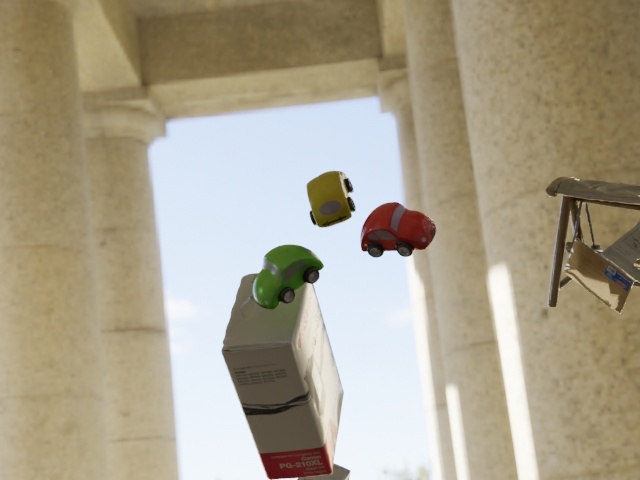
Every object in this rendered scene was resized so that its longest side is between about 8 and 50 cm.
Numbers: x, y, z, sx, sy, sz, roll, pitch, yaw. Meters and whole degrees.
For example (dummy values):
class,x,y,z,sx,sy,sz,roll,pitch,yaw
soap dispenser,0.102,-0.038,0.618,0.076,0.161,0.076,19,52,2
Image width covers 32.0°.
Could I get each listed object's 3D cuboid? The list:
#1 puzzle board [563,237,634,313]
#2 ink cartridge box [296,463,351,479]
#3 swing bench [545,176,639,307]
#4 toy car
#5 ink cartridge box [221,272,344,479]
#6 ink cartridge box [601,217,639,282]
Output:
class,x,y,z,sx,sy,sz,roll,pitch,yaw
puzzle board,0.494,0.062,1.984,0.011,0.128,0.096,-35,-30,-28
ink cartridge box,-0.023,0.501,2.007,0.082,0.140,0.190,16,23,15
swing bench,0.570,0.004,2.080,0.253,0.255,0.165,11,26,35
toy car,0.000,0.000,1.432,0.225,0.239,0.053,-40,-52,-15
ink cartridge box,-0.046,0.182,1.537,0.100,0.172,0.237,-8,-58,13
ink cartridge box,0.593,-0.018,1.787,0.189,0.066,0.232,33,-53,-22
